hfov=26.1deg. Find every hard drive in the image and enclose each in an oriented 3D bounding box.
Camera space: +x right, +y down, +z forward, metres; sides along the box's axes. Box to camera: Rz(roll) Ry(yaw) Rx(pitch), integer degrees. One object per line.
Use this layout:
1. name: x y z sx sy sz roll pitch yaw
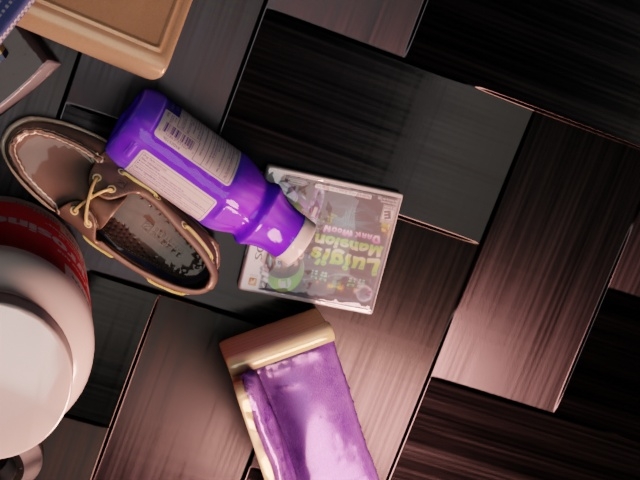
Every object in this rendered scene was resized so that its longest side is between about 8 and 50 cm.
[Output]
1. hard drive: -0.466 -0.203 1.689 0.255 0.054 0.172 -35 108 -1

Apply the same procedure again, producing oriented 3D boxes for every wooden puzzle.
1. wooden puzzle: -0.257 -0.344 1.688 0.221 0.044 0.238 21 87 -16

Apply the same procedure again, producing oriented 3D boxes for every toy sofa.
1. toy sofa: -0.007 0.290 1.842 0.150 0.177 0.362 -19 106 -6

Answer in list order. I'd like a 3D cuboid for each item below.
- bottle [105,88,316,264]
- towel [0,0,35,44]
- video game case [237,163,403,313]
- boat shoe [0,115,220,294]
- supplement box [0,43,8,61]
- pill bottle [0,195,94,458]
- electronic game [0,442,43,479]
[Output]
1. bottle: -0.135 -0.074 1.751 0.283 0.118 0.092 35 118 -16
2. towel: -0.467 -0.342 1.577 0.336 0.040 0.243 34 81 10
3. video game case: 0.000 0.000 1.851 0.190 0.022 0.173 11 101 -14
4. boat shoe: -0.262 -0.042 1.748 0.324 0.097 0.116 39 94 -17
5. supplement box: -0.414 -0.237 1.619 0.056 0.083 0.083 -33 106 -2
6. pill bottle: -0.379 0.096 1.596 0.229 0.407 0.229 -3 105 -11
7. electronic game: -0.467 0.262 1.755 0.229 0.048 0.229 1 138 1
